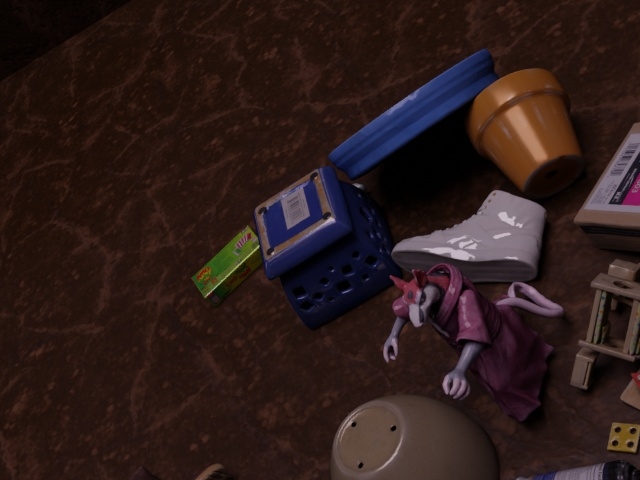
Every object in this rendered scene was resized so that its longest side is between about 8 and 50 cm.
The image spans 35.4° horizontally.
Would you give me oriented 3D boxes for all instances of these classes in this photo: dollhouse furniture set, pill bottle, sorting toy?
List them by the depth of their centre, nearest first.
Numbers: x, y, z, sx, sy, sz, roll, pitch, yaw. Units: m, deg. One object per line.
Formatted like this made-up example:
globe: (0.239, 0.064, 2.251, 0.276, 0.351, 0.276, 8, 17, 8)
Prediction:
pill bottle: (0.403, 0.388, 1.454, 0.219, 0.123, 0.122, -18, 46, 27)
sorting toy: (0.542, 0.220, 1.545, 0.274, 0.046, 0.132, -52, 40, -9)
dollhouse furniture set: (0.497, 0.143, 1.639, 0.101, 0.181, 0.161, 16, 22, 27)

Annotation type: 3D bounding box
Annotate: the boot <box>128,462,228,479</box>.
boot: (-0.310, 0.498, 1.975, 0.248, 0.090, 0.207, -51, 42, -4)

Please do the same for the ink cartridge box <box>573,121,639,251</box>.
ink cartridge box: (0.577, -0.095, 1.723, 0.234, 0.088, 0.193, -55, 24, -15)

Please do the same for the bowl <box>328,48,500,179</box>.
bowl: (0.198, -0.251, 2.057, 0.391, 0.077, 0.391, -34, 1, 1)

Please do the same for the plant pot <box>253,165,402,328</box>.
plant pot: (0.000, 0.000, 2.059, 0.236, 0.212, 0.236, -32, 41, 16)

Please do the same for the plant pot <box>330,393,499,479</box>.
plant pot: (0.126, 0.365, 1.652, 0.284, 0.191, 0.284, -23, 43, 23)

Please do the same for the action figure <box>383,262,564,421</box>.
action figure: (0.253, 0.131, 1.607, 0.275, 0.370, 0.248, -51, 39, -7)

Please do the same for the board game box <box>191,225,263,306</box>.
board game box: (-0.205, 0.059, 2.308, 0.181, 0.043, 0.092, -43, 39, 0)

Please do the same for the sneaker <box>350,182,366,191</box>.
sneaker: (0.059, -0.085, 2.222, 0.098, 0.038, 0.069, -20, 46, 39)

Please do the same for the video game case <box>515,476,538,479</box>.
video game case: (0.357, 0.453, 1.396, 0.193, 0.023, 0.212, 7, 94, 28)

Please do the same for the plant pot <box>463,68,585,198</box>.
plant pot: (0.405, -0.190, 1.917, 0.205, 0.205, 0.188, -32, 56, 14)

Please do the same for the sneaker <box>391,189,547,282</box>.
sneaker: (0.291, -0.011, 1.919, 0.293, 0.108, 0.169, 3, 56, 30)
